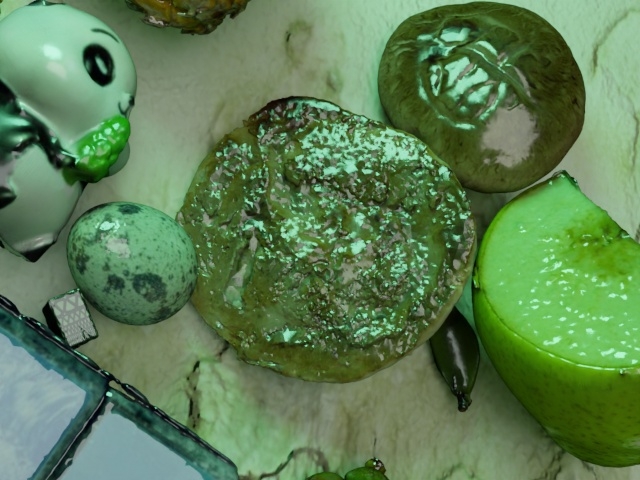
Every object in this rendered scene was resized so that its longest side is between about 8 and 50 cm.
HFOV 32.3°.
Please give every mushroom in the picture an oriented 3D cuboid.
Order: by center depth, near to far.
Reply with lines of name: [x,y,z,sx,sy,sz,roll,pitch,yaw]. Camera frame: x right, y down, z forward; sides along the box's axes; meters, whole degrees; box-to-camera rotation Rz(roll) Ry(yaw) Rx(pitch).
mushroom: [0.204,-0.190,1.402,0.278,0.146,0.278,2,66,-4]

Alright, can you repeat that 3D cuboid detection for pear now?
pear: [0.329,0.139,1.341,0.238,0.342,0.318,-30,133,-5]

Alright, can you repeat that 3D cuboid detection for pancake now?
pancake: [0.000,-0.001,1.306,0.356,0.065,0.356,-1,79,3]

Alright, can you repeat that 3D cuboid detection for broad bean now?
broad bean: [0.161,0.110,1.396,0.070,0.048,0.213,-5,80,-18]

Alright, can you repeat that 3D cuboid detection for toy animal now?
toy animal: [-0.304,-0.122,1.196,0.212,0.212,0.267,43,77,-8]

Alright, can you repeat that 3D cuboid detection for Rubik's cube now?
Rubik's cube: [-0.312,0.269,1.074,0.316,0.313,0.318,38,71,-10]

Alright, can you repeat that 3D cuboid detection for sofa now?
sofa: [-0.276,0.090,1.216,0.039,0.118,0.060,-20,88,-19]

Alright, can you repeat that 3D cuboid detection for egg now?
egg: [-0.211,0.023,1.229,0.172,0.132,0.132,45,64,-52]

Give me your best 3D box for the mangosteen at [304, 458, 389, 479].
mangosteen: [0.046,0.343,1.269,0.200,0.200,0.200,3,81,-18]

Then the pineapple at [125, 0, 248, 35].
pineapple: [-0.141,-0.411,1.233,0.300,0.352,0.352,43,71,-14]

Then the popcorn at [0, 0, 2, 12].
popcorn: [-0.463,-0.275,1.196,0.226,0.200,0.203,-23,59,10]
